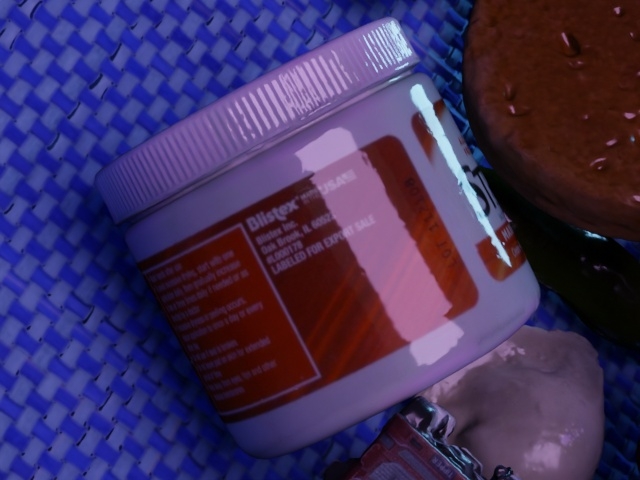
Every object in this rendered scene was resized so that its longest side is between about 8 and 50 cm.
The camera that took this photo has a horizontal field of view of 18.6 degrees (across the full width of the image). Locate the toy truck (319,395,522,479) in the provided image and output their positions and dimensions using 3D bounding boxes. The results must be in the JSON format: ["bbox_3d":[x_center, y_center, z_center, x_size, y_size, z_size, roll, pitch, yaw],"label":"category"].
[{"bbox_3d":[0.065,0.190,1.374,0.114,0.270,0.135,42,90,10],"label":"toy truck"}]

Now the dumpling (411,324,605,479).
[{"bbox_3d":[0.143,0.149,1.542,0.155,0.111,0.181,22,48,-12],"label":"dumpling"}]

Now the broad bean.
[{"bbox_3d":[0.194,0.007,1.633,0.339,0.061,0.077,35,74,-18],"label":"broad bean"}]

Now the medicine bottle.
[{"bbox_3d":[0.000,0.000,1.410,0.252,0.252,0.241,-31,93,-32],"label":"medicine bottle"}]

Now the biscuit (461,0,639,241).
[{"bbox_3d":[0.290,-0.185,1.638,0.350,0.078,0.455,21,56,11],"label":"biscuit"}]

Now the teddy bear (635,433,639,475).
[{"bbox_3d":[0.292,0.197,1.514,0.224,0.357,0.367,41,82,19],"label":"teddy bear"}]
